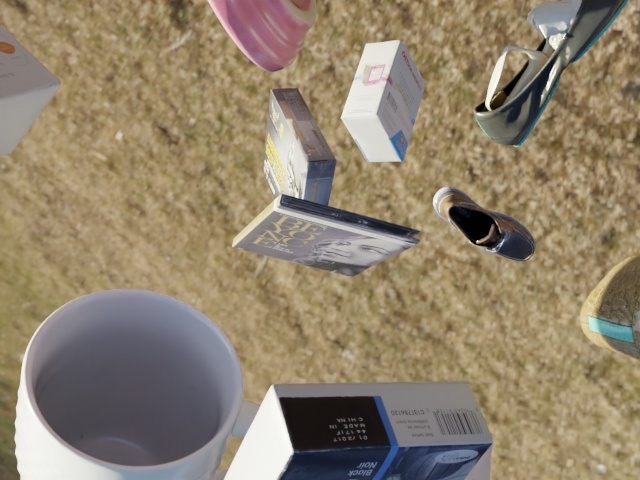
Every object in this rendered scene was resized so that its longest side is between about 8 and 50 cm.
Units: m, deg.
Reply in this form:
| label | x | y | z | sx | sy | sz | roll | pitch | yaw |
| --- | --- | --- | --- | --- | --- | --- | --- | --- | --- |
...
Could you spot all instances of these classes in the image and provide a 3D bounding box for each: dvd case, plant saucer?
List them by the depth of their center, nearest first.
| label | x | y | z | sx | sy | sz | roll | pitch | yaw |
| --- | --- | --- | --- | --- | --- | --- | --- | --- | --- |
| dvd case | 0.000 | 0.000 | 1.184 | 0.164 | 0.018 | 0.221 | 15 | 163 | -15 |
| plant saucer | -0.095 | -0.408 | 1.431 | 0.084 | 0.332 | 0.332 | -19 | 131 | 18 |

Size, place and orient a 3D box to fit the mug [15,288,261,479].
| label | x | y | z | sx | sy | sz | roll | pitch | yaw |
| --- | --- | --- | --- | --- | --- | --- | --- | --- | --- |
| mug | -0.226 | 0.278 | 1.375 | 0.374 | 0.276 | 0.328 | 8 | 137 | -14 |

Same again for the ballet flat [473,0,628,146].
| label | x | y | z | sx | sy | sz | roll | pitch | yaw |
| --- | --- | --- | --- | --- | --- | --- | --- | --- | --- |
| ballet flat | 0.310 | -0.258 | 1.384 | 0.096 | 0.095 | 0.280 | 31 | 104 | -14 |

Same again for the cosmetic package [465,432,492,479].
| label | x | y | z | sx | sy | sz | roll | pitch | yaw |
| --- | --- | --- | --- | --- | --- | --- | --- | --- | --- |
| cosmetic package | 0.132 | 0.383 | 1.629 | 0.224 | 0.224 | 0.138 | 9 | 108 | 29 |

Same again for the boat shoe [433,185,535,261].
| label | x | y | z | sx | sy | sz | roll | pitch | yaw |
| --- | --- | --- | --- | --- | --- | --- | --- | --- | --- |
| boat shoe | 0.250 | -0.012 | 1.516 | 0.183 | 0.066 | 0.066 | 27 | 109 | -15 |

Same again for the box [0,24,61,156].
| label | x | y | z | sx | sy | sz | roll | pitch | yaw |
| --- | --- | --- | --- | --- | --- | --- | --- | --- | --- |
| box | -0.329 | -0.146 | 0.834 | 0.170 | 0.130 | 0.091 | 44 | 113 | 1 |

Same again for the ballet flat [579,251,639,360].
| label | x | y | z | sx | sy | sz | roll | pitch | yaw |
| --- | --- | --- | --- | --- | --- | --- | --- | --- | --- |
| ballet flat | 0.317 | 0.023 | 0.791 | 0.124 | 0.342 | 0.116 | -4 | 102 | 48 |

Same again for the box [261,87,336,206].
| label | x | y | z | sx | sy | sz | roll | pitch | yaw |
| --- | --- | --- | --- | --- | --- | --- | --- | --- | --- |
| box | -0.043 | -0.136 | 1.808 | 0.056 | 0.231 | 0.183 | -7 | 133 | -18 |

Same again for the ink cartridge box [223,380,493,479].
| label | x | y | z | sx | sy | sz | roll | pitch | yaw |
| --- | --- | --- | --- | --- | --- | --- | --- | --- | --- |
| ink cartridge box | -0.010 | 0.235 | 0.806 | 0.165 | 0.065 | 0.333 | 2 | 136 | -26 |

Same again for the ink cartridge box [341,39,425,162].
| label | x | y | z | sx | sy | sz | roll | pitch | yaw |
| --- | --- | --- | --- | --- | --- | --- | --- | --- | --- |
| ink cartridge box | 0.078 | -0.169 | 1.225 | 0.052 | 0.122 | 0.088 | 1 | 146 | 30 |
